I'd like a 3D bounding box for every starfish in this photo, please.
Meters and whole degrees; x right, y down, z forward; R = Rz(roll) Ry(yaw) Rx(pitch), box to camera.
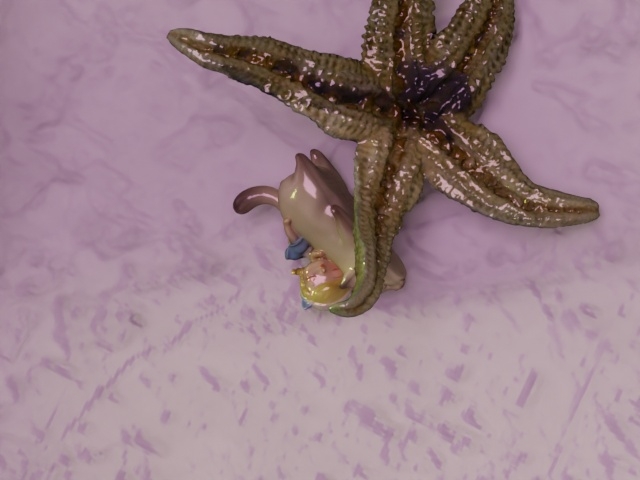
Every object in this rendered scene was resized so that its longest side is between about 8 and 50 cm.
[{"bbox_3d":[0.033,-0.064,0.878,0.216,0.050,0.223,23,62,-15],"label":"starfish"}]

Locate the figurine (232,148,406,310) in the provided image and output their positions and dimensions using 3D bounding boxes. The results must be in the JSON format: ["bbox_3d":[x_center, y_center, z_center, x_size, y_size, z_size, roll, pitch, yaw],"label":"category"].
[{"bbox_3d":[0.000,0.000,0.903,0.050,0.047,0.083,-38,82,21],"label":"figurine"}]
